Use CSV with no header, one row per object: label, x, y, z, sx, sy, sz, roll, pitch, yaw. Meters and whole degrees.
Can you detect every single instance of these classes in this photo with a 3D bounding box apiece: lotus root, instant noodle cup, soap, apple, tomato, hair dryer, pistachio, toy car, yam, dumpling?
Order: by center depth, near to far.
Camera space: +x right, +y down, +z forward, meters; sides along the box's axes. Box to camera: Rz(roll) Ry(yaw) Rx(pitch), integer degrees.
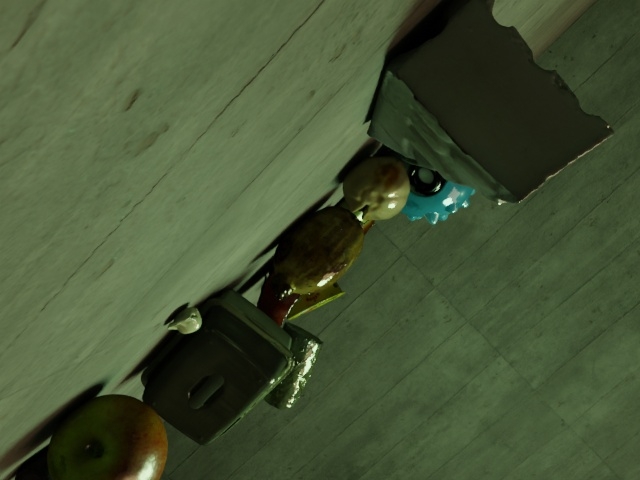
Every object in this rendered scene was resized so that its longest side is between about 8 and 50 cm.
soap,0.208,-0.156,0.888,0.159,0.258,0.302,-45,176,-4
apple,-0.355,0.353,1.070,0.196,0.196,0.196,-43,175,-4
dumpling,-0.234,0.141,1.104,0.059,0.043,0.077,-27,-168,2
hair dryer,-0.532,0.465,1.245,0.251,0.089,0.197,-39,178,22
pistachio,0.114,-0.108,1.303,0.144,0.144,0.215,-44,-174,4
lotus root,-0.011,0.028,1.355,0.260,0.145,0.128,-44,170,-24
yam,-0.062,0.269,1.400,0.183,0.107,0.107,-68,170,13
toy car,0.235,-0.132,1.463,0.255,0.190,0.188,4,-149,37
tomato,-0.099,0.116,1.567,0.228,0.101,0.228,-64,-176,8
instant noodle cup,-0.041,0.122,1.803,0.182,0.144,0.182,-26,173,-3

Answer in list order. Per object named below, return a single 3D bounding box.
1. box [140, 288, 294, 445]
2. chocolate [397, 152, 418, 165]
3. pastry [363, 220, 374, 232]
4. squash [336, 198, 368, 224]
box,-0.208,0.258,1.298,0.290,0.220,0.166,-47,-170,22
chocolate,0.245,-0.252,1.369,0.110,0.110,0.291,-47,177,35
pastry,0.083,-0.035,1.806,0.192,0.093,0.182,-52,170,7
squash,0.116,-0.103,1.631,0.341,0.094,0.094,-46,175,14
